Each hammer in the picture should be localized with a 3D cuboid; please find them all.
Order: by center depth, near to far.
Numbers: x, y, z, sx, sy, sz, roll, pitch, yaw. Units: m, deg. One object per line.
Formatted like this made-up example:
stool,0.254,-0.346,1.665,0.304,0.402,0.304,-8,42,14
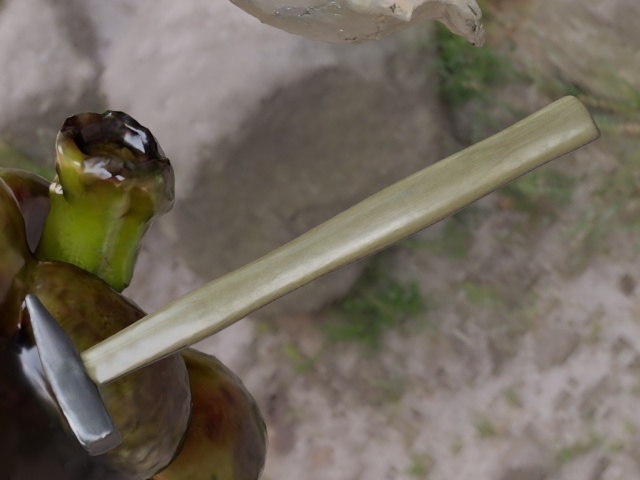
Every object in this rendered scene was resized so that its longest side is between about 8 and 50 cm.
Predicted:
hammer,0.000,0.000,0.631,0.199,0.013,0.062,-27,56,-10

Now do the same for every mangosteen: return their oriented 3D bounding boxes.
mangosteen,-0.201,0.105,0.832,0.330,0.330,0.330,-34,35,28

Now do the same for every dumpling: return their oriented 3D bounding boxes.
dumpling,0.004,-0.183,1.067,0.247,0.172,0.142,39,99,17
